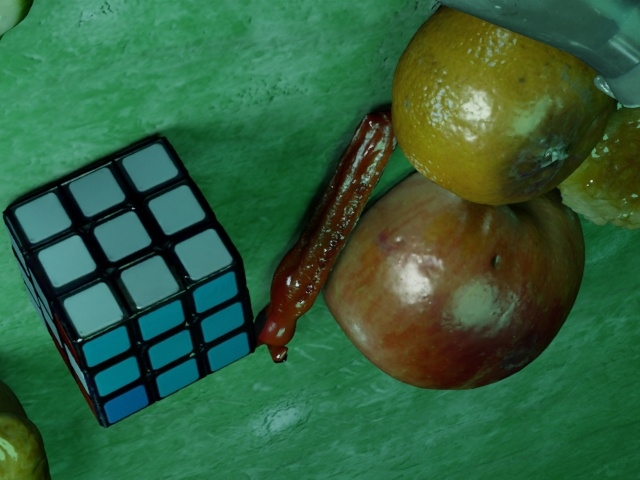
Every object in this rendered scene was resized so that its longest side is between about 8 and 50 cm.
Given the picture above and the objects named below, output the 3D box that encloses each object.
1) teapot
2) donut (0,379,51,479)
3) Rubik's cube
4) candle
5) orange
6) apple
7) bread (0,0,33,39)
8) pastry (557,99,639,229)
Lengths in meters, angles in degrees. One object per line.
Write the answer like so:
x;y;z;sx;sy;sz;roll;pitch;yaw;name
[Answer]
0.218;-0.231;1.492;0.225;0.171;0.203;33;121;-19;teapot
-0.357;0.228;1.703;0.208;0.128;0.261;-20;146;-20;donut
-0.164;0.035;1.593;0.160;0.163;0.162;-26;151;-12;Rubik's cube
0.000;0.000;1.804;0.051;0.048;0.329;-30;154;-49;candle
0.174;-0.131;1.669;0.224;0.170;0.224;-22;147;-15;orange
0.166;0.051;1.917;0.293;0.163;0.251;-4;139;-42;apple
-0.371;-0.160;1.167;0.382;0.129;0.366;-21;147;-19;bread
0.348;-0.123;1.856;0.257;0.121;0.236;-28;133;19;pastry
